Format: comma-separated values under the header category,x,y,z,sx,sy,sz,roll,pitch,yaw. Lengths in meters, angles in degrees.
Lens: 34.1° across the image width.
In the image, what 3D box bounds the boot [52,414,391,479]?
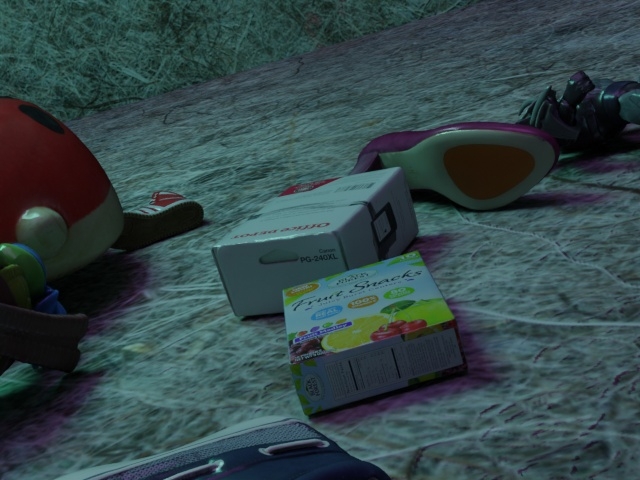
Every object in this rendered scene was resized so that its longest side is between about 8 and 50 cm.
category,x,y,z,sx,sy,sz,roll,pitch,yaw
boot,-0.063,0.128,0.439,0.190,0.069,0.086,-22,14,-27

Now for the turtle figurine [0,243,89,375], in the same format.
category,x,y,z,sx,sy,sz,roll,pitch,yaw
turtle figurine,-0.312,0.043,0.704,0.198,0.274,0.266,-28,21,17

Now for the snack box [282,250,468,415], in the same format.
category,x,y,z,sx,sy,sz,roll,pitch,yaw
snack box,0.029,0.054,0.660,0.100,0.037,0.141,-15,16,1

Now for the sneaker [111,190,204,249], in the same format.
category,x,y,z,sx,sy,sz,roll,pitch,yaw
sneaker,-0.191,-0.023,1.127,0.118,0.042,0.067,-14,18,-19

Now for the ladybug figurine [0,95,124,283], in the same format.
category,x,y,z,sx,sy,sz,roll,pitch,yaw
ladybug figurine,-0.370,-0.053,1.017,0.449,0.162,0.305,9,20,44

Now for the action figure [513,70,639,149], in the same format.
category,x,y,z,sx,sy,sz,roll,pitch,yaw
action figure,0.288,-0.127,0.919,0.185,0.099,0.285,-34,20,-34

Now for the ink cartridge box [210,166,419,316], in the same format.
category,x,y,z,sx,sy,sz,roll,pitch,yaw
ink cartridge box,0.000,0.000,0.824,0.109,0.063,0.150,-8,18,27

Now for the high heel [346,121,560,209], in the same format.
category,x,y,z,sx,sy,sz,roll,pitch,yaw
high heel,0.125,-0.078,0.941,0.244,0.082,0.117,-18,20,48
